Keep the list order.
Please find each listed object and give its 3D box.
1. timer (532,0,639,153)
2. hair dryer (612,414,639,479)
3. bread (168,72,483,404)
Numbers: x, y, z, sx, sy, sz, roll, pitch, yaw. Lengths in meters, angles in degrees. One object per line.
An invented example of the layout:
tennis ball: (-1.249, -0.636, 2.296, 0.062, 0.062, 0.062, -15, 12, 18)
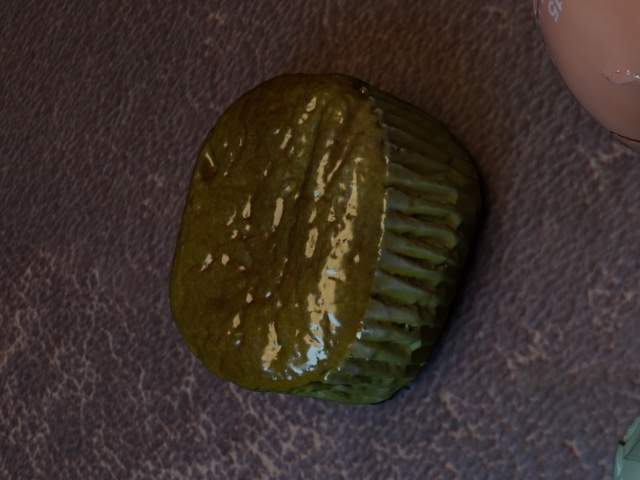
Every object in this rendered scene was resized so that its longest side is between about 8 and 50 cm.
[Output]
timer: (0.248, -0.163, 0.781, 0.230, 0.230, 0.214, -29, 65, 28)
hair dryer: (0.293, 0.116, 0.804, 0.225, 0.088, 0.218, -9, 72, 21)
bread: (0.000, 0.000, 0.985, 0.227, 0.142, 0.253, 16, 93, 44)
